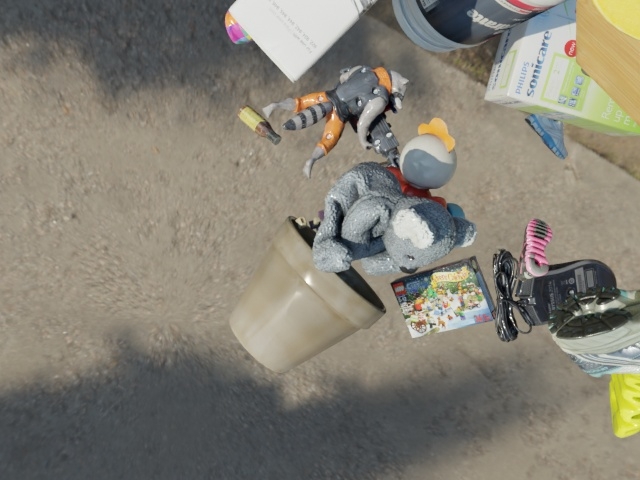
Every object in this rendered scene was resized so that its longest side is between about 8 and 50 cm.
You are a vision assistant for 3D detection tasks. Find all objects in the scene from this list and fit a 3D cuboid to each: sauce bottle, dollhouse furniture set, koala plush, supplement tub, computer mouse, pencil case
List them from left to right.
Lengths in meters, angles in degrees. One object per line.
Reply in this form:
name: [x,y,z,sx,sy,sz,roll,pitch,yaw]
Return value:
sauce bottle: [-0.146,-0.279,1.571,0.042,0.042,0.128,-43,73,-14]
pencil case: [-0.129,-0.583,1.678,0.236,0.104,0.104,-9,84,24]
dollhouse furniture set: [0.000,0.000,1.469,0.091,0.081,0.114,-16,76,-17]
koala plush: [0.132,-0.025,1.077,0.196,0.221,0.203,6,95,-46]
supplement tub: [0.246,-0.404,0.965,0.191,0.272,0.191,1,87,-23]
computer mouse: [0.475,0.100,1.338,0.272,0.072,0.188,-6,94,-10]

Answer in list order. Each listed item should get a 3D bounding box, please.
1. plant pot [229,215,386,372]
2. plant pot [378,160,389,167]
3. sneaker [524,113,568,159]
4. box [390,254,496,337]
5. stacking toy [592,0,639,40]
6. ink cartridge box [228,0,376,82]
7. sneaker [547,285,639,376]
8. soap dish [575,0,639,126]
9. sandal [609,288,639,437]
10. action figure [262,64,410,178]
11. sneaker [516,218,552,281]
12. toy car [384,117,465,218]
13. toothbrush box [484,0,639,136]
plant pot: [-0.054,0.148,1.527,0.323,0.323,0.280,44,98,-5]
plant pot: [0.202,-0.092,1.727,0.215,0.215,0.230,-19,106,-15]
sneaker: [0.631,-0.291,1.736,0.083,0.071,0.191,-43,129,15]
box: [0.308,0.146,1.627,0.044,0.233,0.159,-29,97,-54]
stacking toy: [0.335,-0.187,0.365,0.309,0.279,0.130,37,36,-13]
ink cartridge box: [0.024,-0.335,0.792,0.273,0.198,0.115,-43,105,10]
sneaker: [0.439,0.106,0.796,0.122,0.283,0.110,53,41,-27]
soap dish: [0.407,-0.159,0.633,0.229,0.118,0.291,-1,43,-16]
sandal: [0.521,0.181,0.963,0.138,0.317,0.126,0,45,15]
action figure: [0.078,-0.284,1.524,0.330,0.178,0.341,-32,70,-6]
sneaker: [0.343,0.017,1.055,0.047,0.057,0.119,25,55,-2]
toy car: [0.193,-0.140,1.312,0.219,0.210,0.238,0,117,-39]
toothbrush box: [0.473,-0.322,1.174,0.283,0.122,0.206,14,97,-7]
